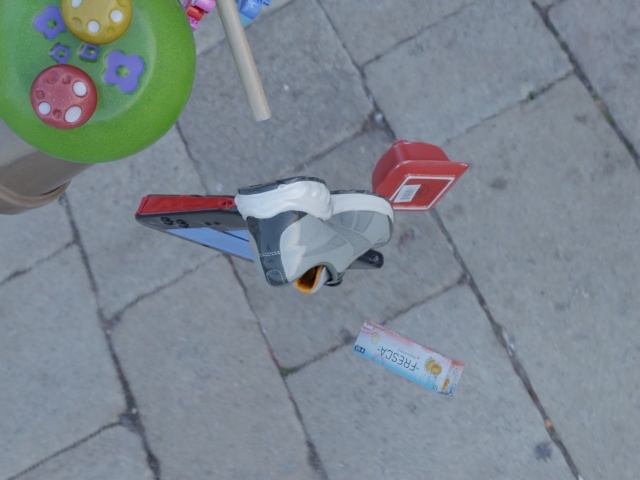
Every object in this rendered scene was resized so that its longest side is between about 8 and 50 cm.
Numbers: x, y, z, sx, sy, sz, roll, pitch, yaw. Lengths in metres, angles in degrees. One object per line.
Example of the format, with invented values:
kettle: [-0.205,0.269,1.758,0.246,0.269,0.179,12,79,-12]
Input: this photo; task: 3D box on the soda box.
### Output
soda box: [0.147,0.197,1.661,0.183,0.058,0.062,23,91,36]

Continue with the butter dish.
butter dish: [0.162,-0.133,1.823,0.160,0.160,0.118,-1,59,-29]

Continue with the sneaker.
sneaker: [-0.001,0.000,1.007,0.100,0.271,0.107,-8,86,26]

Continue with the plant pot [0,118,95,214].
plant pot: [-0.396,-0.184,1.447,0.229,0.263,0.262,-12,67,27]

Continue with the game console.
game console: [-0.122,-0.008,1.869,0.342,0.387,0.060,5,78,49]

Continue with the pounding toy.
pounding toy: [-0.165,-0.157,0.807,0.237,0.110,0.182,-13,100,-6]

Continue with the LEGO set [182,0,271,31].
LEGO set: [-0.079,-0.335,1.121,0.093,0.087,0.227,-24,50,49]
